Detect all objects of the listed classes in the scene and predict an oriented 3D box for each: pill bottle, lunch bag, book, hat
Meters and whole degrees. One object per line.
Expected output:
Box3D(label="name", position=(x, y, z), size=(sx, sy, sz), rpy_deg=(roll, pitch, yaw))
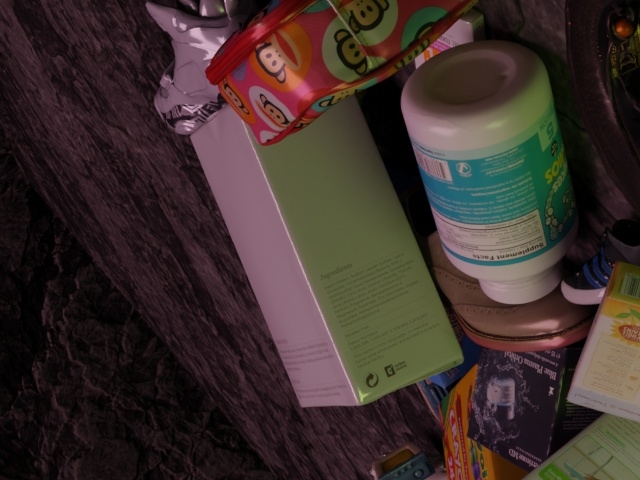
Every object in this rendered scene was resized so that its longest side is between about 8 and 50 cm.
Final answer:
Box3D(label="pill bottle", position=(0.179, -0.060, 1.416), size=(0.146, 0.146, 0.264), rpy_deg=(36, 154, 46))
Box3D(label="lunch bag", position=(0.040, -0.208, 1.276), size=(0.120, 0.293, 0.258), rpy_deg=(52, 162, -5))
Box3D(label="book", position=(0.141, -0.193, 1.473), size=(0.096, 0.035, 0.144), rpy_deg=(35, 152, 39))
Box3D(label="hat", position=(0.301, -0.110, 1.032), size=(0.331, 0.134, 0.331), rpy_deg=(161, 90, -83))

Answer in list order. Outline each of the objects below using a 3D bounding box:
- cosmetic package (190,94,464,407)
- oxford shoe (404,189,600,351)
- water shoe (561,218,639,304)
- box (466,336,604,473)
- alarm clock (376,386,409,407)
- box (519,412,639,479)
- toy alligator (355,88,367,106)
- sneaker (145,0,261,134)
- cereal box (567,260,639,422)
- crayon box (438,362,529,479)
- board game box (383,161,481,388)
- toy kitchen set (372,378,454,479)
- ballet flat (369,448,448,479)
Box3D(label="cosmetic package", position=(0.000, 0.000, 1.690), size=(0.217, 0.156, 0.385), rpy_deg=(-15, 95, 69))
Box3D(label="oxford shoe", position=(0.190, 0.029, 1.597), size=(0.348, 0.123, 0.130), rpy_deg=(23, 139, 57))
Box3D(label="water shoe", position=(0.306, 0.018, 1.386), size=(0.203, 0.073, 0.080), rpy_deg=(-11, 92, 66))
Box3D(label="box", position=(0.258, 0.177, 1.611), size=(0.156, 0.093, 0.158), rpy_deg=(23, 109, 59))
Box3D(label="alarm clock", position=(0.070, 0.157, 2.161), size=(0.192, 0.064, 0.129), rpy_deg=(61, -161, 1))
Box3D(label="box", position=(0.365, 0.301, 1.443), size=(0.262, 0.231, 0.126), rpy_deg=(41, 158, 38))
Box3D(label="toy alligator", position=(0.023, -0.187, 1.746), size=(0.056, 0.051, 0.189), rpy_deg=(41, 158, 38))
Box3D(label="sneaker", position=(-0.162, -0.269, 1.957), size=(0.366, 0.137, 0.210), rpy_deg=(8, 130, 60))
Box3D(label="cereal box", position=(0.342, 0.115, 1.343), size=(0.173, 0.047, 0.240), rpy_deg=(16, 152, 8))
Box3D(label="crayon box", position=(0.232, 0.277, 1.840), size=(0.318, 0.081, 0.202), rpy_deg=(110, 156, -70))
Box3D(label="board game box", position=(0.070, 0.019, 1.940), size=(0.308, 0.086, 0.302), rpy_deg=(27, 147, 56))
Box3D(label="toy kitchen set", position=(0.126, 0.260, 2.057), size=(0.207, 0.166, 0.122), rpy_deg=(61, 177, -16))
Box3D(label="ballet flat", position=(0.251, 0.431, 2.201), size=(0.409, 0.147, 0.147), rpy_deg=(39, 157, 34))
